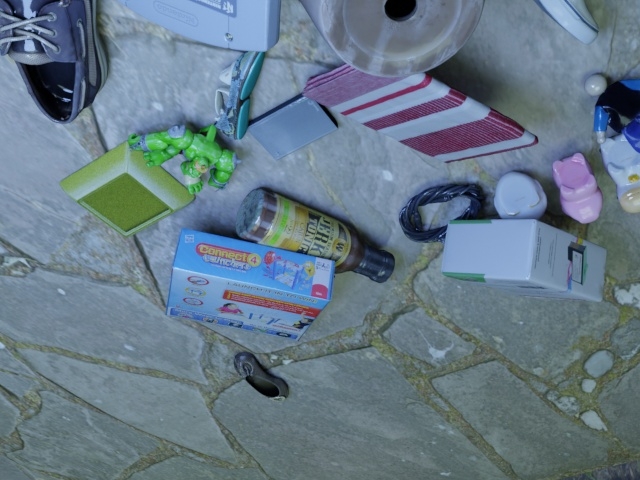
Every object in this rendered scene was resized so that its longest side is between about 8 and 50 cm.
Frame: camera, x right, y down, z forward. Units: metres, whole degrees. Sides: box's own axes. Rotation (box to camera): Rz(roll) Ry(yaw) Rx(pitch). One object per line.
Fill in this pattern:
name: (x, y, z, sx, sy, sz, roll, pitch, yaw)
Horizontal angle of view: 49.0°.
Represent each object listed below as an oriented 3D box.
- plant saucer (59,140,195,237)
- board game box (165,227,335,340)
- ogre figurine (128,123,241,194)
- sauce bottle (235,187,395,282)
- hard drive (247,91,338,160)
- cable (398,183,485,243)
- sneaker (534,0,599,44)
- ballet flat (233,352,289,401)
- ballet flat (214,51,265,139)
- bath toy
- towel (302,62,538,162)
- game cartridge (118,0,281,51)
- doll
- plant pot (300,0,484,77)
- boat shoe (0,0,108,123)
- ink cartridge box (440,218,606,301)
plant saucer: (-0.370, -0.081, 1.345, 0.188, 0.045, 0.188, -26, 135, 22)
board game box: (-0.156, 0.103, 1.455, 0.308, 0.086, 0.302, 13, 154, -10)
ogre figurine: (-0.230, -0.152, 1.246, 0.197, 0.097, 0.118, 43, 140, -23)
sauce bottle: (0.000, 0.000, 1.425, 0.344, 0.111, 0.111, 20, 133, -28)
hard drive: (-0.049, -0.205, 1.248, 0.135, 0.022, 0.094, -25, 135, 21)
cable: (0.248, -0.061, 1.430, 0.150, 0.047, 0.184, 18, 137, -17)
sneaker: (0.353, -0.383, 1.026, 0.258, 0.094, 0.091, 28, 117, -39)
ballet flat: (-0.159, 0.382, 1.887, 0.084, 0.058, 0.250, -17, 138, 15)
ballet flat: (-0.143, -0.249, 1.164, 0.070, 0.070, 0.188, 9, 134, -15)
bath toy: (0.511, -0.103, 1.341, 0.348, 0.151, 0.129, -17, 165, 19)
towel: (0.162, -0.213, 1.151, 0.329, 0.037, 0.237, 21, 169, -28)
game cartridge: (-0.182, -0.368, 0.926, 0.297, 0.062, 0.198, 26, 145, 14)
doll: (0.528, -0.214, 1.212, 0.189, 0.046, 0.129, 43, 100, -6)
plant pot: (0.082, -0.363, 0.883, 0.323, 0.280, 0.323, -2, 140, -1)
boat shoe: (-0.382, -0.301, 0.985, 0.132, 0.130, 0.355, 2, 149, 2)
ink cartridge box: (0.410, 0.042, 1.399, 0.278, 0.117, 0.201, 16, 170, -40)
